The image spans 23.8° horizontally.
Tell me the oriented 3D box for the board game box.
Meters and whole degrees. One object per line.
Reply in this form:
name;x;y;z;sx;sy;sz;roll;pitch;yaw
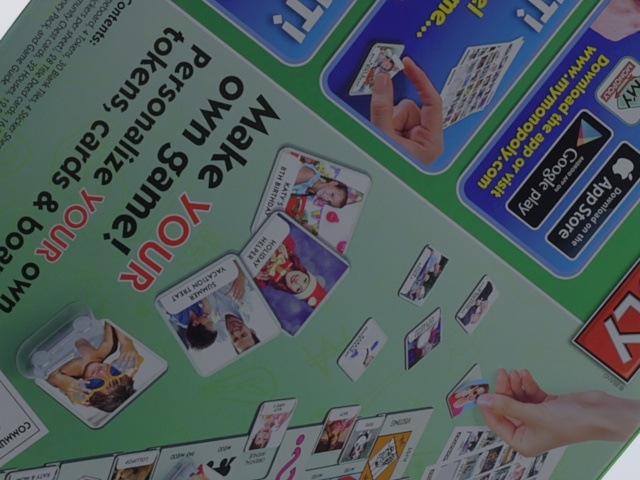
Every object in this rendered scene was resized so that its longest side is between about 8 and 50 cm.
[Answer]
board game box;0.000;0.000;0.442;0.213;0.317;0.046;38;6;-10
